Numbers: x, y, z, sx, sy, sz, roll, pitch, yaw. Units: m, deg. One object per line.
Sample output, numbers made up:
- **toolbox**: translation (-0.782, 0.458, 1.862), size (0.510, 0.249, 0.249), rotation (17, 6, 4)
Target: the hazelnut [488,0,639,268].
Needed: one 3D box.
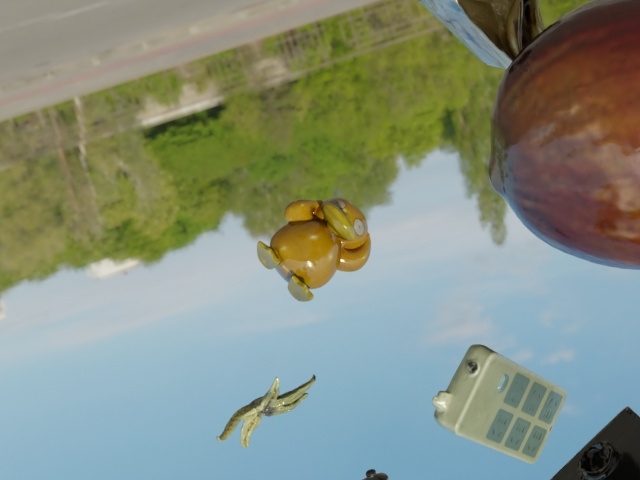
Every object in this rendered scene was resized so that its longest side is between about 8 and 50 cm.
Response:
- **hazelnut**: translation (0.446, -0.153, 1.630), size (0.420, 0.421, 0.353), rotation (-14, -144, 25)

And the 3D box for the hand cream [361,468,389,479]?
- **hand cream**: translation (0.110, 0.468, 1.880), size (0.054, 0.186, 0.087), rotation (-11, -164, 29)

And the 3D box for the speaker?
- **speaker**: translation (0.471, 0.390, 1.510), size (0.184, 0.232, 0.254), rotation (-45, -164, 4)

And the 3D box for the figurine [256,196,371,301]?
- **figurine**: translation (-0.007, 0.006, 2.357), size (0.228, 0.215, 0.215), rotation (-42, -172, 1)

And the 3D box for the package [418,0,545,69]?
- **package**: translation (0.318, -0.421, 1.983), size (0.165, 0.221, 0.311), rotation (-47, -172, 6)

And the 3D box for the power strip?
- **power strip**: translation (0.246, 0.221, 1.504), size (0.046, 0.118, 0.270), rotation (27, 179, 41)

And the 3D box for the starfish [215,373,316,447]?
- **starfish**: translation (-0.099, 0.297, 1.988), size (0.223, 0.050, 0.217), rotation (-29, 162, -36)
